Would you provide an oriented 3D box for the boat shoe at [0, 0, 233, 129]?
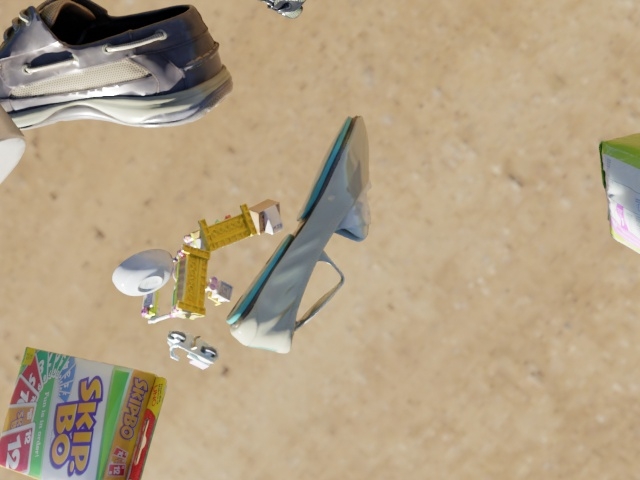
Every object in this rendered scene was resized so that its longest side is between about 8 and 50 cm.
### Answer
[{"bbox_3d":[-0.263,-0.197,1.677,0.355,0.132,0.130,0,116,17],"label":"boat shoe"}]

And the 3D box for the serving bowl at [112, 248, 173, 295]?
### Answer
[{"bbox_3d":[-0.227,0.047,2.076,0.027,0.083,0.083,61,154,28],"label":"serving bowl"}]

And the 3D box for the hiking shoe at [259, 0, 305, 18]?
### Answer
[{"bbox_3d":[-0.065,-0.306,1.868,0.227,0.086,0.114,-6,120,7],"label":"hiking shoe"}]

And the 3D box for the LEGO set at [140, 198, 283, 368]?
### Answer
[{"bbox_3d":[-0.166,0.038,2.235,0.132,0.287,0.107,42,143,-25],"label":"LEGO set"}]

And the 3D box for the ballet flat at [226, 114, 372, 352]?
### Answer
[{"bbox_3d":[0.000,0.000,1.549,0.086,0.248,0.086,31,179,1],"label":"ballet flat"}]

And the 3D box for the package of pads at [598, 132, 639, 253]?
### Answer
[{"bbox_3d":[0.388,-0.033,1.323,0.296,0.229,0.101,-139,38,-65],"label":"package of pads"}]

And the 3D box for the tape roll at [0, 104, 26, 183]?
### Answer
[{"bbox_3d":[-0.403,0.011,1.235,0.072,0.392,0.392,53,145,-1],"label":"tape roll"}]

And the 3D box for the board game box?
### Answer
[{"bbox_3d":[-0.232,0.174,1.522,0.039,0.124,0.259,20,170,-36],"label":"board game box"}]
